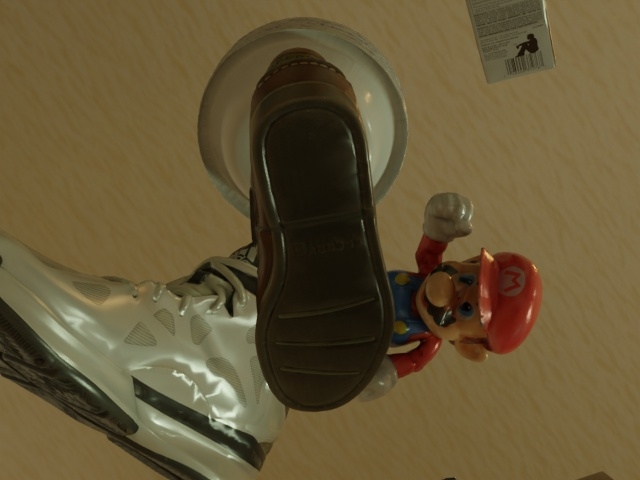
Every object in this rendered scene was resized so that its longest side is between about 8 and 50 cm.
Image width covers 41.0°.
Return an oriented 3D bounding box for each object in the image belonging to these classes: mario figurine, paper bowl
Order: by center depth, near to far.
[{"bbox_3d":[0.096,0.064,0.987,0.320,0.198,0.170,-9,-163,36],"label":"mario figurine"},{"bbox_3d":[-0.024,-0.144,1.145,0.284,0.284,0.148,-33,-161,17],"label":"paper bowl"}]

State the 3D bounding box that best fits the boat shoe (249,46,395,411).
[{"bbox_3d":[0.000,0.000,0.676,0.110,0.307,0.104,-2,-144,-5],"label":"boat shoe"}]

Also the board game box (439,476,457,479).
[{"bbox_3d":[0.071,0.265,0.578,0.126,0.186,0.026,-6,155,-30],"label":"board game box"}]

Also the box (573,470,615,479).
[{"bbox_3d":[0.286,0.325,0.976,0.164,0.021,0.201,-19,180,-1],"label":"box"}]

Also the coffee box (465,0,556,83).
[{"bbox_3d":[0.277,-0.417,1.328,0.118,0.297,0.168,-12,-132,16],"label":"coffee box"}]

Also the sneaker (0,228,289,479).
[{"bbox_3d":[-0.156,0.061,0.827,0.169,0.447,0.258,10,-118,37],"label":"sneaker"}]
